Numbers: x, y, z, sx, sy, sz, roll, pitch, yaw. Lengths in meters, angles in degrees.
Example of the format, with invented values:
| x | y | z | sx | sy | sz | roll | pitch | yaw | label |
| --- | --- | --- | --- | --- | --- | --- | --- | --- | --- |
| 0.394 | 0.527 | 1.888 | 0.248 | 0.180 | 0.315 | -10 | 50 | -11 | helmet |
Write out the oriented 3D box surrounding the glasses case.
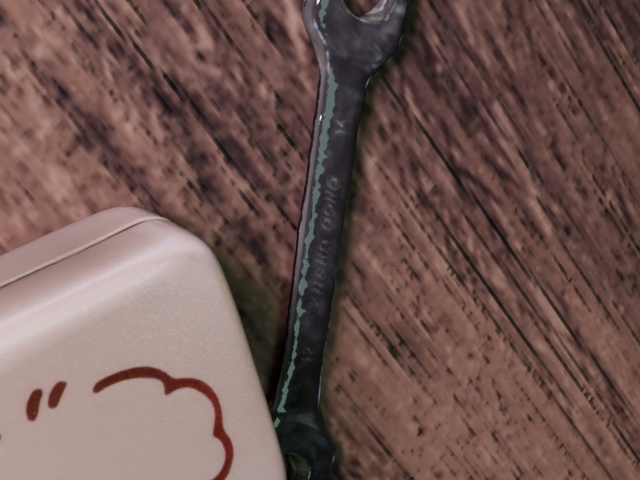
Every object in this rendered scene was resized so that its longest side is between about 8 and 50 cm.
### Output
| x | y | z | sx | sy | sz | roll | pitch | yaw | label |
| --- | --- | --- | --- | --- | --- | --- | --- | --- | --- |
| -0.178 | 0.115 | 0.641 | 0.336 | 0.076 | 0.144 | -28 | 116 | -24 | glasses case |

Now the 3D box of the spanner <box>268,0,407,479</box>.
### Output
| x | y | z | sx | sy | sz | roll | pitch | yaw | label |
| --- | --- | --- | --- | --- | --- | --- | --- | --- | --- |
| 0.000 | 0.000 | 0.760 | 0.054 | 0.015 | 0.254 | 2 | 102 | -33 | spanner |
